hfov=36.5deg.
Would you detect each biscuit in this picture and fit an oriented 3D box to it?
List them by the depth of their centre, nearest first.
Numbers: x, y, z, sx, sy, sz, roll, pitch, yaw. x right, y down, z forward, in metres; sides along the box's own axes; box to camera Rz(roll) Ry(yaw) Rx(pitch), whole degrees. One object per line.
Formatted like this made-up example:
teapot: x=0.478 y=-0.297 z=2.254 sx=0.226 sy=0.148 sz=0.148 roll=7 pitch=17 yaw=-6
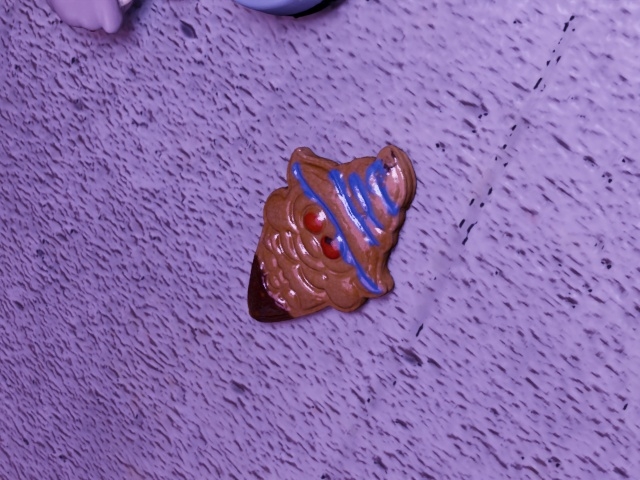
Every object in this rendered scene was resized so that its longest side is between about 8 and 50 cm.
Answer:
biscuit: x=0.000 y=0.000 z=1.049 sx=0.280 sy=0.043 sz=0.183 roll=-44 pitch=74 yaw=30

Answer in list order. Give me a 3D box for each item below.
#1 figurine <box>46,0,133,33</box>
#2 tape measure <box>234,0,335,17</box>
figurine: x=-0.232 y=-0.304 z=1.084 sx=0.229 sy=0.112 sz=0.137 roll=-17 pitch=87 yaw=25
tape measure: x=-0.034 y=-0.313 z=0.950 sx=0.182 sy=0.107 sz=0.181 roll=3 pitch=97 yaw=30
